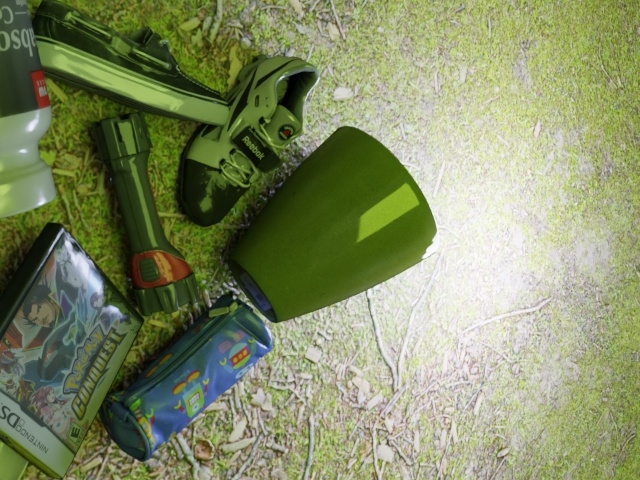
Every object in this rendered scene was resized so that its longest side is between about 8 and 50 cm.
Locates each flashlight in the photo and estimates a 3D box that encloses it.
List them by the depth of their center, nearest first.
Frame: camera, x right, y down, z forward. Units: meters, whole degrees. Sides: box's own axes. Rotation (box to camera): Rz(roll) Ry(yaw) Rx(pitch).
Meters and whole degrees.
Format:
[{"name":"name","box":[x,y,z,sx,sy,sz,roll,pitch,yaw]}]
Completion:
[{"name":"flashlight","box":[-0.266,-0.041,1.423,0.103,0.103,0.304,-20,103,-36]}]

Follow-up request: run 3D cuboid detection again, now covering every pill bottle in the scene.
[{"name":"pill bottle","box":[-0.452,-0.212,1.153,0.210,0.210,0.363,-22,108,-39]}]

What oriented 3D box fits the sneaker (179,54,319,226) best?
[{"name":"sneaker","box":[-0.111,-0.170,1.517,0.122,0.146,0.330,39,70,-39]}]

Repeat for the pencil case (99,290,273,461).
[{"name":"pencil case","box":[-0.207,0.207,1.474,0.306,0.119,0.133,-41,143,-33]}]

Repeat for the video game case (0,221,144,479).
[{"name":"video game case","box":[-0.370,0.157,1.303,0.275,0.035,0.248,-67,147,-30]}]

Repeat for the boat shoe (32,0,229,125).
[{"name":"boat shoe","box":[-0.267,-0.259,1.377,0.335,0.121,0.119,17,87,-40]}]

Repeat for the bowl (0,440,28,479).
[{"name":"bowl","box":[-0.470,0.277,1.287,0.142,0.053,0.142,34,72,-38]}]

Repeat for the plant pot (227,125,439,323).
[{"name":"plant pot","box":[0.000,0.000,1.577,0.293,0.275,0.275,-37,118,-18]}]
